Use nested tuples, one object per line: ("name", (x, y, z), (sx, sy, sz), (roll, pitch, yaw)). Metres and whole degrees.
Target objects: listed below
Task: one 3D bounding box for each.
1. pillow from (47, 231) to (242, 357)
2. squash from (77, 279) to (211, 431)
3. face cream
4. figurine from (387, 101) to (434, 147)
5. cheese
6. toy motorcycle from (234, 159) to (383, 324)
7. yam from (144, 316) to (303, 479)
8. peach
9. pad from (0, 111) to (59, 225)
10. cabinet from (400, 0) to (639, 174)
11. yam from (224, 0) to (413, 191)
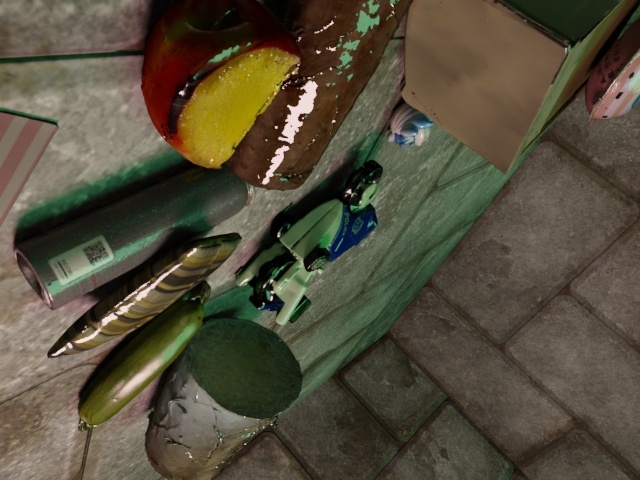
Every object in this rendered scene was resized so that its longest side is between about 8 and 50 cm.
("pillow", (-0.202, 0.060, 0.640), (0.212, 0.052, 0.208), (-35, -178, 4))
("squash", (-0.283, 0.190, 0.807), (0.318, 0.080, 0.071), (-47, 123, 1))
("face cream", (-0.178, -0.025, 0.571), (0.284, 0.073, 0.073), (-32, 157, -33))
("figurine", (0.171, -0.211, 0.910), (0.114, 0.079, 0.114), (-34, -175, 4))
("cheese", (0.443, -0.263, 0.698), (0.189, 0.074, 0.286), (-44, 161, -20))
("toy motorcycle", (0.000, 0.000, 0.941), (0.331, 0.125, 0.196), (-48, 161, -6))
("yam", (-0.200, 0.314, 0.999), (0.241, 0.241, 0.348), (-22, 155, -50))
("peach", (-0.098, -0.145, 0.465), (0.127, 0.092, 0.172), (-28, 167, -31))
("pad", (-0.343, -0.024, 0.329), (0.202, 0.005, 0.300), (-51, 161, 16))
("cabinet", (0.306, -0.328, 0.735), (0.318, 0.227, 0.290), (-44, 161, -11))
("yam", (-0.006, -0.183, 0.534), (0.131, 0.131, 0.279), (-23, 152, -48))
